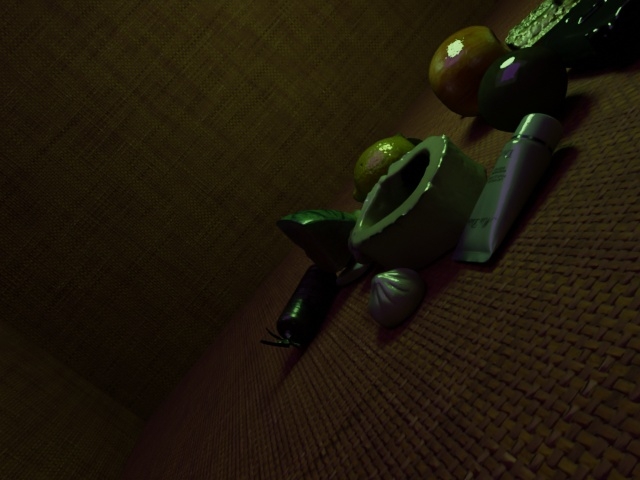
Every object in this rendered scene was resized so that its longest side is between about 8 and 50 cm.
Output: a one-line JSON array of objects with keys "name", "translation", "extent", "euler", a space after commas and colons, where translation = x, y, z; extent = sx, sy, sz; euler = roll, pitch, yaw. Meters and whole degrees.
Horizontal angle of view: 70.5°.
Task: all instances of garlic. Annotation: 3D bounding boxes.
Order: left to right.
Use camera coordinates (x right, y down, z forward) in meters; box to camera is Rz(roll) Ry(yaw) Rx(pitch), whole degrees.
[{"name": "garlic", "translation": [0.154, -0.007, 1.277], "extent": [0.159, 0.147, 0.102], "euler": [-25, -36, -14]}]

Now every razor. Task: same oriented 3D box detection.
[{"name": "razor", "translation": [0.627, -0.471, 0.998], "extent": [0.189, 0.107, 0.327], "euler": [-46, 10, 16]}]

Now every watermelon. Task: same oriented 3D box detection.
[{"name": "watermelon", "translation": [0.000, 0.000, 1.422], "extent": [0.213, 0.262, 0.200], "euler": [170, 103, -69]}]

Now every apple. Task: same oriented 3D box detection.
[{"name": "apple", "translation": [0.488, -0.533, 1.438], "extent": [0.233, 0.286, 0.286], "euler": [-43, 11, 38]}]

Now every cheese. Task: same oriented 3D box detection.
[{"name": "cheese", "translation": [0.227, -0.080, 1.090], "extent": [0.332, 0.153, 0.292], "euler": [-38, 23, 43]}]

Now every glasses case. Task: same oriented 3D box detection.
[{"name": "glasses case", "translation": [0.103, 0.094, 1.391], "extent": [0.063, 0.041, 0.164], "euler": [-49, 6, -40]}]

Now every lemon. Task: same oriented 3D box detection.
[{"name": "lemon", "translation": [0.222, -0.208, 1.473], "extent": [0.253, 0.228, 0.228], "euler": [-49, 8, 25]}]

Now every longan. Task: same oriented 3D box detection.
[{"name": "longan", "translation": [0.461, -0.342, 1.036], "extent": [0.198, 0.198, 0.212], "euler": [-50, 17, -1]}]

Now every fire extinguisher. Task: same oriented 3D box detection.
[{"name": "fire extinguisher", "translation": [-0.059, 0.213, 1.404], "extent": [0.337, 0.136, 0.114], "euler": [-61, -10, -49]}]

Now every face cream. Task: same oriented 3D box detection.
[{"name": "face cream", "translation": [0.358, -0.093, 0.866], "extent": [0.314, 0.089, 0.143], "euler": [-61, 10, -5]}]

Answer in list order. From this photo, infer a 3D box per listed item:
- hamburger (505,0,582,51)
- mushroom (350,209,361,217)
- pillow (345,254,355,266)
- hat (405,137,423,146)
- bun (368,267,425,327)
[{"name": "hamburger", "translation": [0.689, -0.641, 1.344], "extent": [0.262, 0.131, 0.124], "euler": [-41, 46, 19]}, {"name": "mushroom", "translation": [0.134, -0.054, 1.763], "extent": [0.100, 0.081, 0.312], "euler": [-44, 6, 13]}, {"name": "pillow", "translation": [0.138, -0.002, 1.463], "extent": [0.214, 0.086, 0.233], "euler": [-50, 7, -38]}, {"name": "hat", "translation": [0.295, -0.253, 1.658], "extent": [0.252, 0.252, 0.109], "euler": [-41, 55, 42]}, {"name": "bun", "translation": [0.147, 0.109, 0.965], "extent": [0.138, 0.094, 0.138], "euler": [-50, 11, 14]}]
